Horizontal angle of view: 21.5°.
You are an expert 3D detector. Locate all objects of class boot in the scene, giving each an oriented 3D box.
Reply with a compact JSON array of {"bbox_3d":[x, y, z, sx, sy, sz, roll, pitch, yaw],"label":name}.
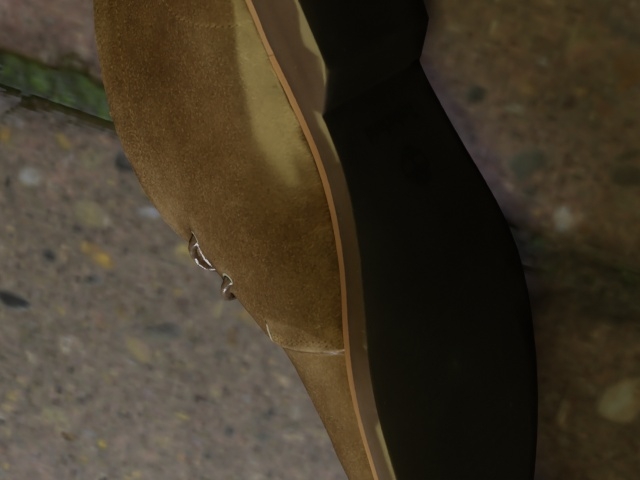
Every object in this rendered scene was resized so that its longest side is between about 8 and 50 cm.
[{"bbox_3d":[0.000,0.000,0.671,0.115,0.112,0.305,-15,95,36],"label":"boot"}]
